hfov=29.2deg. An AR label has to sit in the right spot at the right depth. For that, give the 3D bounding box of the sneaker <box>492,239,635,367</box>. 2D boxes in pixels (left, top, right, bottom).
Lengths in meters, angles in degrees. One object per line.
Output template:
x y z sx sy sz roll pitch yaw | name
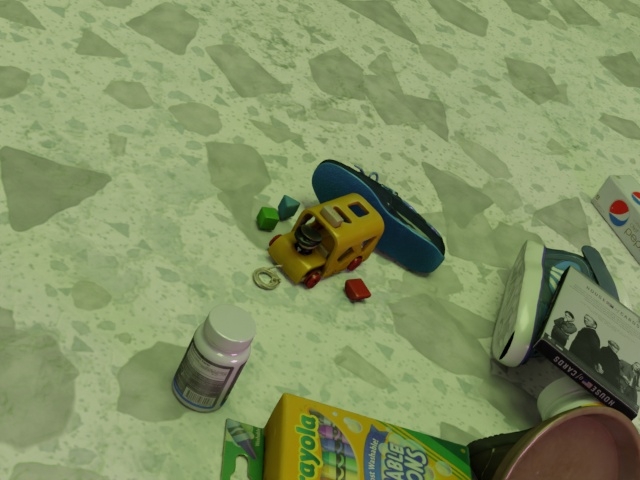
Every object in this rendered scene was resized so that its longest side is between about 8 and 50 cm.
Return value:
0.416 0.129 1.990 0.236 0.130 0.323 24 31 1 | sneaker

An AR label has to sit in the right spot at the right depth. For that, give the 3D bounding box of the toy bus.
0.004 -0.007 1.909 0.191 0.104 0.202 17 39 -14 | toy bus

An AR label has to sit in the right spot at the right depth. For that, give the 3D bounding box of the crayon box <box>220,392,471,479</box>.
0.037 0.318 1.560 0.322 0.083 0.203 18 37 -13 | crayon box

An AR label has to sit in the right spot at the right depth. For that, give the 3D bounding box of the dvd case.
0.419 0.149 1.853 0.179 0.029 0.239 38 33 1 | dvd case

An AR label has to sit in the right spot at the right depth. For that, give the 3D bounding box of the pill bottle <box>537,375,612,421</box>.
0.394 0.304 1.777 0.119 0.119 0.208 8 40 -25 | pill bottle

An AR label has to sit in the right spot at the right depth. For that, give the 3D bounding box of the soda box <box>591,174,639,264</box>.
0.615 -0.029 2.357 0.069 0.074 0.216 -2 46 -34 | soda box

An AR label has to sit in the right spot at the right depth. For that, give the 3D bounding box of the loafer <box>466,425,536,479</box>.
0.312 0.297 1.704 0.080 0.220 0.078 32 44 -62 | loafer

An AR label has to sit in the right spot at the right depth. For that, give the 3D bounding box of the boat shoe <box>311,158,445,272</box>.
0.093 -0.041 2.035 0.258 0.109 0.089 43 28 -8 | boat shoe

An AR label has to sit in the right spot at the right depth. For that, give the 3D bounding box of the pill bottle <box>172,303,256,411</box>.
-0.137 0.152 1.601 0.078 0.137 0.078 18 37 -14 | pill bottle

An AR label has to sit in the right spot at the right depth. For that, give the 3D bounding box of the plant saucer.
0.308 0.336 1.584 0.277 0.278 0.041 -1 18 -34 | plant saucer
